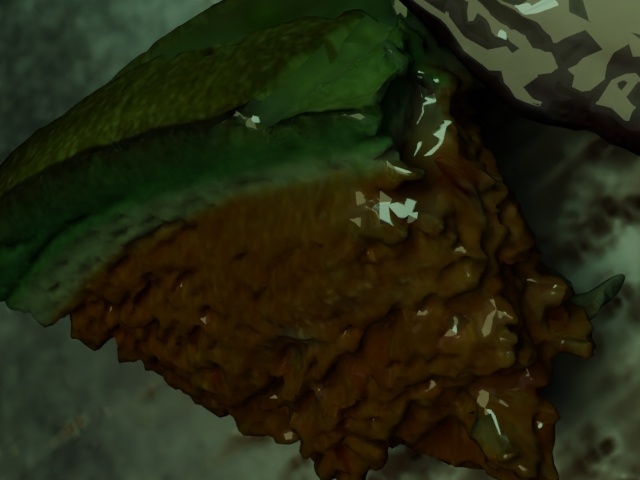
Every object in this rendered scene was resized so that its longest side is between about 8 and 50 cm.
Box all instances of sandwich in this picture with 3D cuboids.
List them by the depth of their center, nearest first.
[{"bbox_3d":[-0.008,0.002,0.453,0.185,0.109,0.160,-20,109,36],"label":"sandwich"}]

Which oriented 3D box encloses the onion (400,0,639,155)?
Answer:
[{"bbox_3d":[0.134,-0.152,0.388,0.314,0.146,0.280,-11,94,13],"label":"onion"}]
